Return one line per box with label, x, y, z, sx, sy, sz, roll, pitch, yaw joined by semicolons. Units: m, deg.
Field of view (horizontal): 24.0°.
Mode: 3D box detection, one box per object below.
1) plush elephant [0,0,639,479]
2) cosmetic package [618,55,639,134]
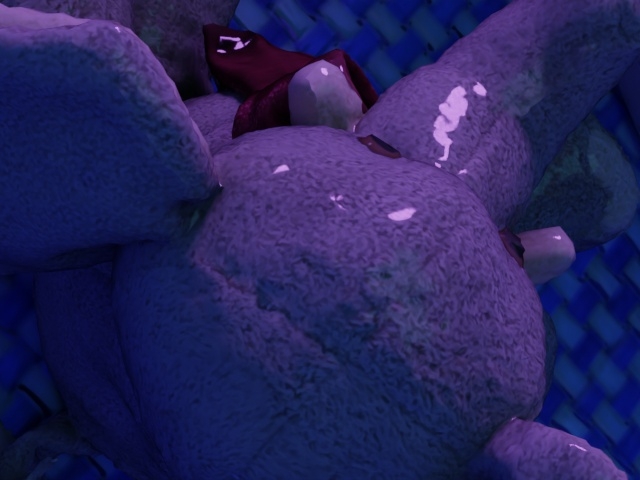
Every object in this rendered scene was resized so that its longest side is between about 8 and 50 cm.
plush elephant;0.000;0.000;0.483;0.272;0.255;0.330;44;67;-16
cosmetic package;0.319;-0.262;0.635;0.394;0.329;0.327;-28;96;-26
